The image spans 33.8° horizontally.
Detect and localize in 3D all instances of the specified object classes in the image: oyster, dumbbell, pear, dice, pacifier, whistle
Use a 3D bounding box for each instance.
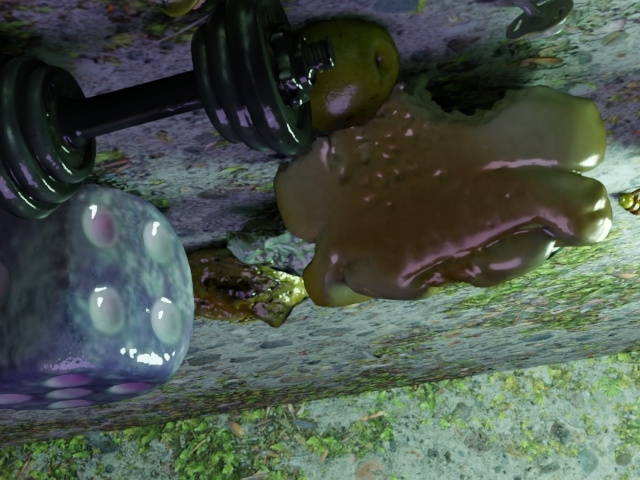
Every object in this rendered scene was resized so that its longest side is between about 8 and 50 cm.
[{"bbox_3d":[0.000,0.000,1.652,0.268,0.112,0.198,-8,161,8],"label":"oyster"},{"bbox_3d":[-0.181,-0.138,1.063,0.406,0.179,0.179,-12,161,13],"label":"dumbbell"},{"bbox_3d":[0.020,-0.174,1.169,0.141,0.104,0.141,-5,164,-1],"label":"pear"},{"bbox_3d":[-0.359,0.084,1.484,0.270,0.270,0.271,-18,159,29],"label":"dice"},{"bbox_3d":[0.230,-0.250,1.133,0.083,0.068,0.064,-7,134,47],"label":"pacifier"},{"bbox_3d":[0.563,-0.062,1.832,0.057,0.046,0.109,-6,162,43],"label":"whistle"}]

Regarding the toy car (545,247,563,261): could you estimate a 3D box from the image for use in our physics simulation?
[{"bbox_3d":[0.293,-0.015,1.719,0.306,0.125,0.136,-1,160,-25],"label":"toy car"}]

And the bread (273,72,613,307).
[{"bbox_3d":[0.150,-0.059,1.335,0.424,0.245,0.329,-13,161,23],"label":"bread"}]

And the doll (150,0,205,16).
[{"bbox_3d":[-0.157,-0.249,0.897,0.129,0.081,0.207,-33,155,17],"label":"doll"}]

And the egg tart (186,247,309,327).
[{"bbox_3d":[-0.127,0.088,1.843,0.297,0.132,0.297,-2,159,-1],"label":"egg tart"}]
